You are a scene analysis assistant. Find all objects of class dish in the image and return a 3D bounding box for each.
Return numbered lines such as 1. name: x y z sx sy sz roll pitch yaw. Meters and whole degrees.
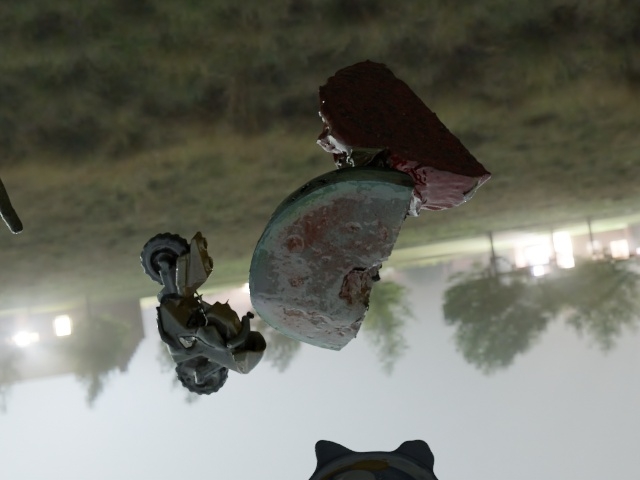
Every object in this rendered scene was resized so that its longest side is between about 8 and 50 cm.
1. dish: 0.045 0.333 1.232 0.236 0.228 0.086 -38 179 -11

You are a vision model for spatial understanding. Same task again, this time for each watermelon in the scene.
1. watermelon: 0.001 -0.003 1.515 0.188 0.321 0.175 18 -151 -11

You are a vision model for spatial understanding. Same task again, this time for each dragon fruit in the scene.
1. dragon fruit: 0.077 -0.132 1.632 0.205 0.317 0.152 -3 132 -34

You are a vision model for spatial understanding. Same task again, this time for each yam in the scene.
1. yam: -0.440 -0.114 1.373 0.027 0.234 0.029 -29 180 36

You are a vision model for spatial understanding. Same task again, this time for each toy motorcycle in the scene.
1. toy motorcycle: -0.145 0.091 1.371 0.130 0.229 0.094 -8 -160 18
